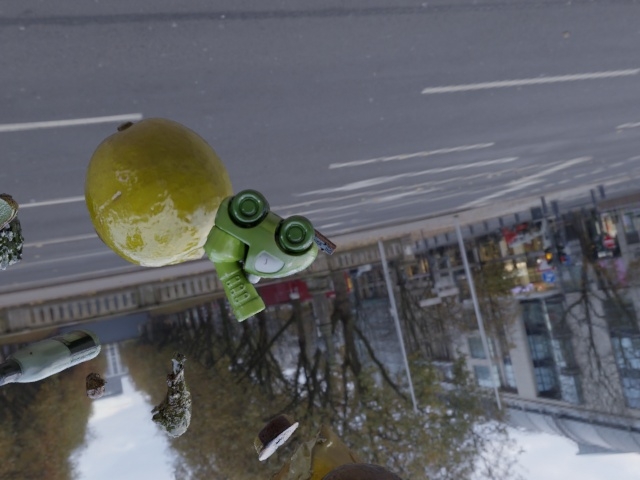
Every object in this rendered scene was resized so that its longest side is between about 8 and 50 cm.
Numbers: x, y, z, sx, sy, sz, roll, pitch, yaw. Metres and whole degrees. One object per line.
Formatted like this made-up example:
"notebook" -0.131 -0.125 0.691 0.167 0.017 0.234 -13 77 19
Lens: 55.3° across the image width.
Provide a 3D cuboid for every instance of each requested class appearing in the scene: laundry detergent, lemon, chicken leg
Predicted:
"laundry detergent" -0.543 0.232 1.197 0.099 0.070 0.225 3 -172 21
"lemon" -0.367 -0.108 1.392 0.347 0.348 0.348 -11 175 -1
"chicken leg" -0.296 0.310 1.225 0.070 0.178 0.093 22 -161 36

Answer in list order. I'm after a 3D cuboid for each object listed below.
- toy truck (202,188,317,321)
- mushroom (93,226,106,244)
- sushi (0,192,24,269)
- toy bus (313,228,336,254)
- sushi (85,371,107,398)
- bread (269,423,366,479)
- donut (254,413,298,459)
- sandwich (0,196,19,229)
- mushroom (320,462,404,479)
"toy truck" -0.121 0.012 1.074 0.210 0.187 0.148 -43 -178 -2
"mushroom" -0.512 -0.065 1.797 0.297 0.163 0.278 -29 -151 -35
"sushi" -1.005 -0.002 1.651 0.351 0.178 0.294 1 -151 -2
"toy bus" 0.000 0.000 1.953 0.031 0.110 0.043 -51 -179 34
"sushi" -0.660 0.420 1.782 0.061 0.060 0.118 -19 -158 -36
"bread" 0.027 0.816 1.843 0.361 0.394 0.250 -49 171 -4
"donut" -0.166 0.699 2.191 0.166 0.073 0.184 -10 140 -54
"sandwich" -0.764 -0.071 1.424 0.105 0.093 0.036 -37 -165 4
"mushroom" 0.063 0.523 1.088 0.267 0.267 0.254 -8 -159 -37
